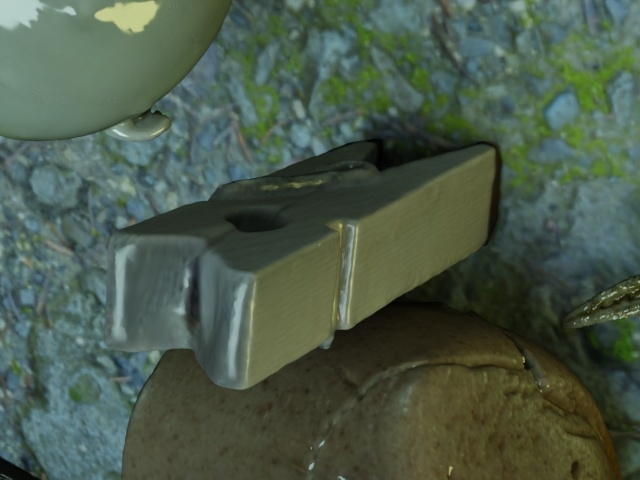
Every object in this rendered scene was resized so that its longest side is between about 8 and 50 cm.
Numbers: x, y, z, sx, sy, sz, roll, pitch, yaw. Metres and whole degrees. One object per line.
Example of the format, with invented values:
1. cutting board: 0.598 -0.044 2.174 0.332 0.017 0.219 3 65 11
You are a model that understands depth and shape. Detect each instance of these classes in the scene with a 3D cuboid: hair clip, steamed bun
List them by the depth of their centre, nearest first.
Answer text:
1. hair clip: -0.001 0.004 1.062 0.101 0.331 0.085 15 109 21
2. steamed bun: 0.048 0.128 1.159 0.252 0.301 0.199 -8 66 30

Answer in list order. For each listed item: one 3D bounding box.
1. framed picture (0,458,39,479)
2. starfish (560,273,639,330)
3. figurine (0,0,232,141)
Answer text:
1. framed picture: -0.233 0.230 1.390 0.128 0.168 0.023 27 122 15
2. starfish: 0.259 0.037 1.110 0.238 0.057 0.213 8 109 20
3. figurine: -0.165 -0.165 1.143 0.394 0.275 0.226 -3 107 62
